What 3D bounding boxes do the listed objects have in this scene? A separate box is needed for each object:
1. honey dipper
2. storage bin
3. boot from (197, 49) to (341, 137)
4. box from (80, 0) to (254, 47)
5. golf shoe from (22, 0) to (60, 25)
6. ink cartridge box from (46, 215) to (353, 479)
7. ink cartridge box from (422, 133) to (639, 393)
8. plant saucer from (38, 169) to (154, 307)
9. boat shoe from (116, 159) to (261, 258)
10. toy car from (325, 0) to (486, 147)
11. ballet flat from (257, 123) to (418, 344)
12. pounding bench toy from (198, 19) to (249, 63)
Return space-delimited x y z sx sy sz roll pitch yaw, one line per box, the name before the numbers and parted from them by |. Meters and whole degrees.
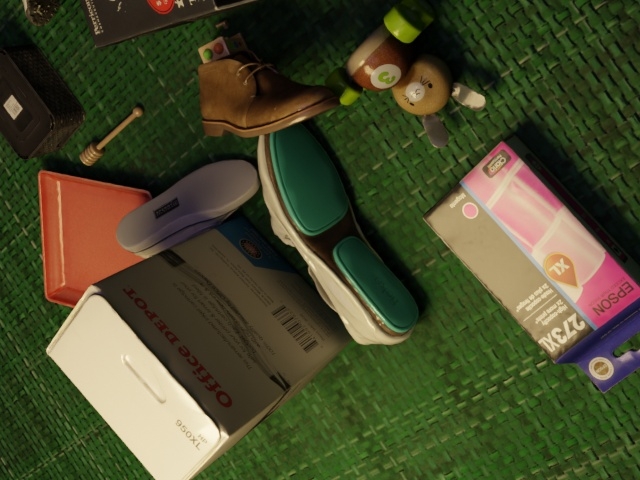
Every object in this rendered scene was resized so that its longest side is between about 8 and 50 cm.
honey dipper | -0.366 -0.188 1.707 0.161 0.030 0.030 -37 86 29
storage bin | -0.526 -0.249 1.741 0.122 0.084 0.180 -40 84 32
boot | -0.090 -0.214 1.394 0.305 0.112 0.115 8 115 52
box | -0.226 -0.479 1.376 0.312 0.179 0.343 -2 110 48
golf shoe | -0.504 -0.467 1.671 0.094 0.077 0.198 0 95 32
ink cartridge box | -0.171 0.157 1.490 0.285 0.395 0.166 46 121 9
ink cartridge box | 0.332 0.042 1.377 0.371 0.069 0.176 47 122 5
plant saucer | -0.398 0.009 1.775 0.258 0.048 0.259 11 112 25
boat shoe | -0.210 -0.044 1.627 0.267 0.088 0.096 -30 58 10
toy car | 0.133 -0.221 1.364 0.188 0.149 0.155 44 121 -4
ballet flat | 0.000 0.000 1.517 0.139 0.139 0.400 -33 89 32
pounding bench toy | -0.157 -0.305 1.531 0.052 0.065 0.083 -21 95 32
